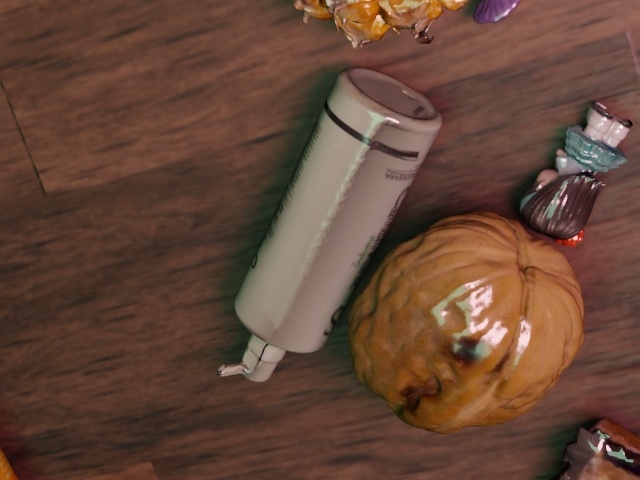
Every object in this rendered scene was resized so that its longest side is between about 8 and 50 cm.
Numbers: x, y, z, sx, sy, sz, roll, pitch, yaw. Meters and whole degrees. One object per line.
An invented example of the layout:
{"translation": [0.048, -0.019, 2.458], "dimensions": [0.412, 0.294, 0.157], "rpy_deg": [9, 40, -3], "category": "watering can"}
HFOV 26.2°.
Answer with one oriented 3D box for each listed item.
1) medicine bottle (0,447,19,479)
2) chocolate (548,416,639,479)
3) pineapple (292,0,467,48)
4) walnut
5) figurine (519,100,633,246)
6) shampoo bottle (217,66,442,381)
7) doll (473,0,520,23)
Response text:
{"translation": [-0.331, 0.202, 1.222], "dimensions": [0.096, 0.096, 0.192], "rpy_deg": [-22, 100, 24], "category": "medicine bottle"}
{"translation": [0.328, 0.238, 1.038], "dimensions": [0.329, 0.065, 0.102], "rpy_deg": [29, 129, 8], "category": "chocolate"}
{"translation": [0.033, -0.235, 0.931], "dimensions": [0.225, 0.076, 0.225], "rpy_deg": [4, 97, 36], "category": "pineapple"}
{"translation": [0.102, 0.064, 1.005], "dimensions": [0.155, 0.155, 0.184], "rpy_deg": [42, 131, 0], "category": "walnut"}
{"translation": [0.188, -0.046, 0.994], "dimensions": [0.060, 0.047, 0.106], "rpy_deg": [16, 114, -34], "category": "figurine"}
{"translation": [0.000, 0.000, 1.047], "dimensions": [0.085, 0.085, 0.262], "rpy_deg": [29, 115, 7], "category": "shampoo bottle"}
{"translation": [0.155, -0.221, 0.939], "dimensions": [0.190, 0.050, 0.115], "rpy_deg": [-17, 109, 21], "category": "doll"}
